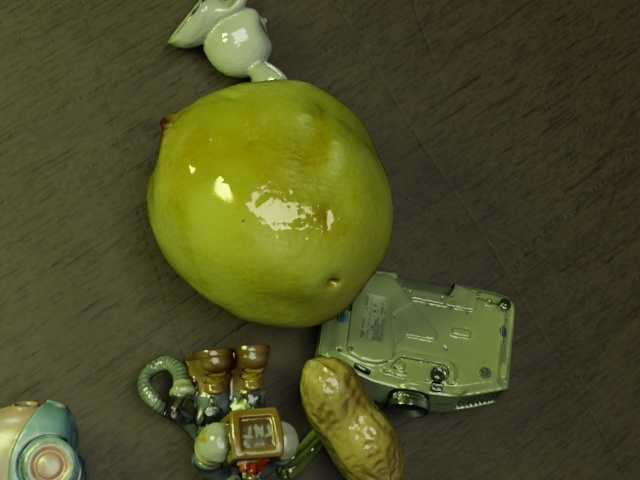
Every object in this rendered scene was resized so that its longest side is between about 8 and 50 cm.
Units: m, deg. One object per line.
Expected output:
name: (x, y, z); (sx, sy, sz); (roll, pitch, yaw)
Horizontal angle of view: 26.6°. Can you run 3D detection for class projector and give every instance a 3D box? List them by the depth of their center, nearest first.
projector: (0.131, 0.144, 1.881); (0.269, 0.088, 0.194); (11, 65, -5)

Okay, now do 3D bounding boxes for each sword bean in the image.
sword bean: (0.048, 0.247, 1.897); (0.269, 0.038, 0.043); (-34, 65, -19)

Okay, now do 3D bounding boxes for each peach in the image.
peach: (-0.070, -0.044, 1.787); (0.315, 0.281, 0.314); (12, 63, -14)

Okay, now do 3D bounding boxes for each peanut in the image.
peanut: (0.045, 0.247, 1.812); (0.095, 0.108, 0.226); (-40, 112, -26)

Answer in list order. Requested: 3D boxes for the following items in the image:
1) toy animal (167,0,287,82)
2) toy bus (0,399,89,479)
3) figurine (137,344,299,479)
toy animal: (-0.093, -0.262, 1.914); (0.220, 0.104, 0.131); (38, 71, -7)
toy bus: (-0.421, 0.329, 1.674); (0.231, 0.197, 0.294); (13, 78, -2)
figurine: (-0.093, 0.328, 1.762); (0.261, 0.186, 0.382); (-4, 80, -13)
